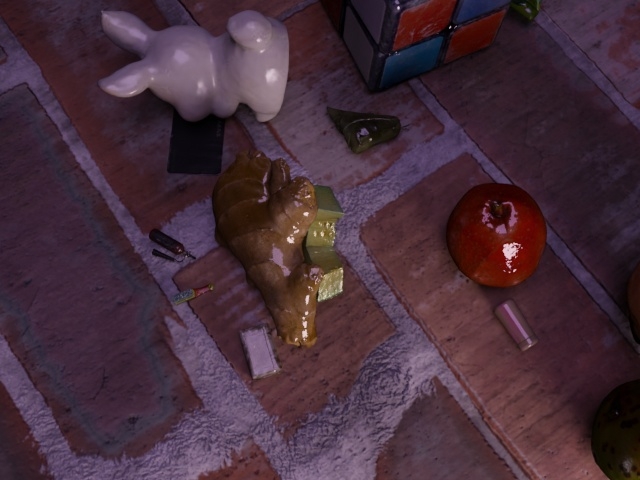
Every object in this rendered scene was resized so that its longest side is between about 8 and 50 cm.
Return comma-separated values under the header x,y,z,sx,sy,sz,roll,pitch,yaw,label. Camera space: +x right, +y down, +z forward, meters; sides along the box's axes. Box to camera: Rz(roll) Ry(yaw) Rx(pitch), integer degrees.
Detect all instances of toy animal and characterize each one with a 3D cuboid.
x,y,z,sx,sy,sz,roll,pitch,yaw,label
-0.245,-0.359,1.436,0.367,0.241,0.196,-2,68,-2,toy animal

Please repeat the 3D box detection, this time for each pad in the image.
x,y,z,sx,sy,sz,roll,pitch,yaw,label
-0.257,-0.209,1.513,0.112,0.003,0.157,2,72,-1,pad

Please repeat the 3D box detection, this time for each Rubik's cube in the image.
x,y,z,sx,sy,sz,roll,pitch,yaw,label
0.188,-0.546,1.472,0.318,0.313,0.316,-23,74,-10,Rubik's cube

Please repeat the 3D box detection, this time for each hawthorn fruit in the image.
x,y,z,sx,sy,sz,roll,pitch,yaw,label
0.326,-0.023,1.352,0.196,0.225,0.197,-4,65,9,hawthorn fruit

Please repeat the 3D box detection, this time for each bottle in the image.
x,y,z,sx,sy,sz,roll,pitch,yaw,label
0.373,0.160,1.386,0.045,0.045,0.096,-30,76,-10,bottle

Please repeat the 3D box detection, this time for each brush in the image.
x,y,z,sx,sy,sz,roll,pitch,yaw,label
-0.245,0.101,1.403,0.083,0.021,0.019,-20,71,-8,brush

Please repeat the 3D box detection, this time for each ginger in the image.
x,y,z,sx,sy,sz,roll,pitch,yaw,label
-0.067,0.000,1.368,0.236,0.166,0.375,-40,83,12,ginger

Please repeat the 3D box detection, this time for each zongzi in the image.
x,y,z,sx,sy,sz,roll,pitch,yaw,label
0.106,-0.259,1.516,0.154,0.062,0.130,-25,62,-15,zongzi

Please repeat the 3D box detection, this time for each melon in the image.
x,y,z,sx,sy,sz,roll,pitch,yaw,label
0.000,0.000,1.385,0.064,0.118,0.210,-5,109,-23,melon

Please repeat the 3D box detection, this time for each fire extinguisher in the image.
x,y,z,sx,sy,sz,roll,pitch,yaw,label
-0.297,0.018,1.423,0.100,0.032,0.046,30,63,14,fire extinguisher

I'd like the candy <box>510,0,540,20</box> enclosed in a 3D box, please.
x,y,z,sx,sy,sz,roll,pitch,yaw,label
0.491,-0.600,1.625,0.246,0.069,0.149,-43,73,-8,candy

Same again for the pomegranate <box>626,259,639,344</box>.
x,y,z,sx,sy,sz,roll,pitch,yaw,label
0.700,0.113,1.275,0.322,0.322,0.322,0,72,-1,pomegranate

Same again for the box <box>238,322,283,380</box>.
x,y,z,sx,sy,sz,roll,pitch,yaw,label
-0.112,0.207,1.358,0.062,0.045,0.098,-15,74,-7,box

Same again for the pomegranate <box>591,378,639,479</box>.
x,y,z,sx,sy,sz,roll,pitch,yaw,label
0.614,0.348,1.233,0.285,0.231,0.231,10,72,3,pomegranate
